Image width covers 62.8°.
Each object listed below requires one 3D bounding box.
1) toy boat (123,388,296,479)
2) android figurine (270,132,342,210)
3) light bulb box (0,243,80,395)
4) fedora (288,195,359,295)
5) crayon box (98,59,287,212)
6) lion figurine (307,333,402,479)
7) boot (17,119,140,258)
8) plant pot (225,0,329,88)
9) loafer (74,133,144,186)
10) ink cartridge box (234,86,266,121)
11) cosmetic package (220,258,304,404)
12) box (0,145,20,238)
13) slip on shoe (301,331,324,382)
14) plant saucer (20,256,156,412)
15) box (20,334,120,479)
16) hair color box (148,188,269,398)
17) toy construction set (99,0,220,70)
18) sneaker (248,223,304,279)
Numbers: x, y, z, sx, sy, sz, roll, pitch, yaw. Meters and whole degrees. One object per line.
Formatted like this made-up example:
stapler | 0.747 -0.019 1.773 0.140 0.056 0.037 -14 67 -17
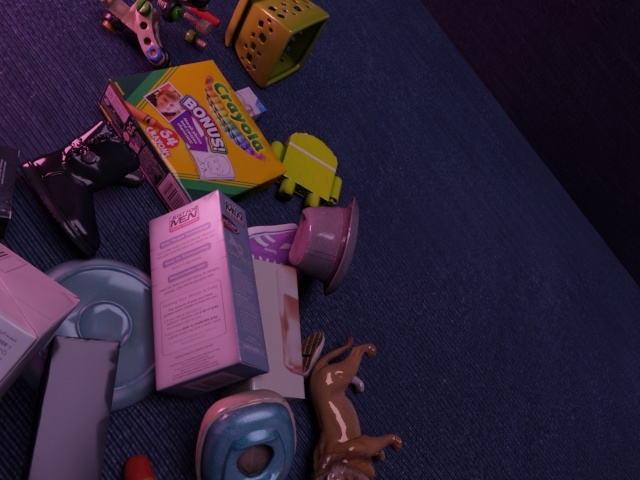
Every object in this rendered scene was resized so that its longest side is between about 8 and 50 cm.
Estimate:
toy boat | -0.187 0.413 0.932 0.319 0.267 0.148 -12 31 -20
android figurine | -0.042 -0.204 1.522 0.248 0.056 0.272 27 51 -22
light bulb box | -0.589 0.134 0.664 0.358 0.225 0.361 40 87 -12
fedora | 0.000 0.000 1.247 0.125 0.243 0.275 16 23 -8
crayon box | -0.305 -0.253 1.306 0.313 0.106 0.362 -33 90 -44
lion figurine | 0.044 0.399 1.174 0.241 0.142 0.391 3 55 -37
boot | -0.458 -0.113 1.073 0.207 0.094 0.246 -35 81 -19
plant pot | -0.146 -0.642 1.600 0.207 0.228 0.227 44 46 1
loafer | -0.471 -0.177 1.172 0.170 0.061 0.062 26 50 -24
ink cartridge box | -0.227 -0.372 1.485 0.088 0.052 0.122 52 47 0
cosmetic package | -0.130 0.207 1.136 0.129 0.153 0.295 15 57 -32
box | -0.655 -0.100 0.962 0.159 0.093 0.155 11 58 -34
slip on shoe | -0.022 0.278 1.254 0.135 0.052 0.041 -68 150 -49
plant saucer | -0.420 0.170 1.014 0.318 0.044 0.317 18 55 -28
box | -0.397 0.291 0.822 0.103 0.184 0.260 13 69 -30
hair color box | -0.233 0.103 1.058 0.113 0.186 0.374 42 30 -57
toy construction set | -0.432 -0.620 1.390 0.237 0.257 0.309 33 26 -1
sneaker | -0.133 0.051 1.268 0.282 0.102 0.160 -11 74 -41
